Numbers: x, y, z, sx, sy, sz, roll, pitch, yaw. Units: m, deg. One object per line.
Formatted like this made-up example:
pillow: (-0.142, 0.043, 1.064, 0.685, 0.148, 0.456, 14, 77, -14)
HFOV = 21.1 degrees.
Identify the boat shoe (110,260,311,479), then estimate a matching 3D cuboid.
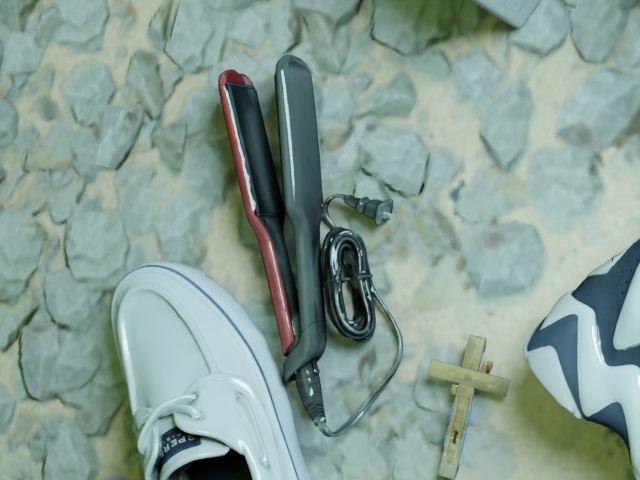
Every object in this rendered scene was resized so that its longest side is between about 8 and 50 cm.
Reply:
boat shoe: (-0.064, 0.122, 1.015, 0.095, 0.084, 0.258, -37, 70, 19)

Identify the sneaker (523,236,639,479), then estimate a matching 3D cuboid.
sneaker: (0.228, 0.073, 0.865, 0.235, 0.094, 0.153, 48, 115, 33)

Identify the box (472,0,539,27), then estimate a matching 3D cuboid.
box: (0.091, -0.193, 0.968, 0.101, 0.087, 0.102, 41, 102, 25)

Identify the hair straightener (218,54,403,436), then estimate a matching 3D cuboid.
hair straightener: (0.000, 0.000, 1.016, 0.089, 0.047, 0.230, -14, 79, 25)

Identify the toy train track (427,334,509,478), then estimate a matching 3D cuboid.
toy train track: (0.082, 0.095, 0.985, 0.048, 0.014, 0.083, 15, 97, 20)
